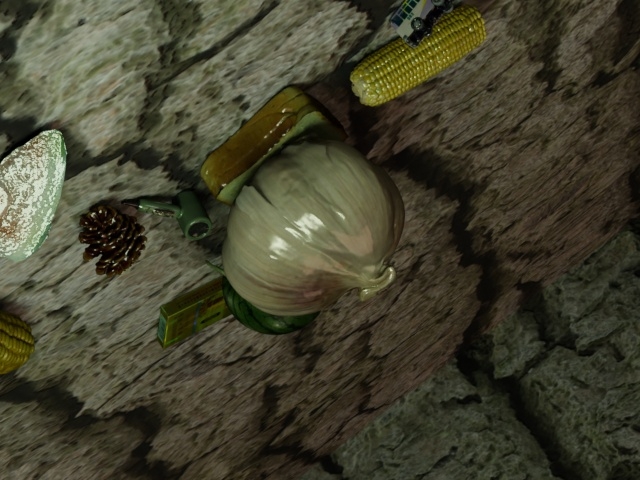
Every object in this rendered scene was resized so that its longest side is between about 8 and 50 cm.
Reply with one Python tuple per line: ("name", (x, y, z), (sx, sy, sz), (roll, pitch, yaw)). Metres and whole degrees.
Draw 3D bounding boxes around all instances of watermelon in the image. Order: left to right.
("watermelon", (-0.381, -0.068, 1.533), (0.094, 0.081, 0.180), (29, 95, -50))
("watermelon", (-0.084, 0.072, 2.106), (0.188, 0.188, 0.214), (-47, 145, 19))

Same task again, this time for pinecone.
("pinecone", (-0.301, -0.005, 1.745), (0.102, 0.102, 0.109), (-30, 146, -20))

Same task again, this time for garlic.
("garlic", (-0.011, -0.011, 1.861), (0.322, 0.241, 0.322), (-11, 151, -6))

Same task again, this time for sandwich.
("sandwich", (-0.073, -0.135, 1.877), (0.214, 0.065, 0.186), (-42, 157, 10))

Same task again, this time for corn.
("corn", (-0.514, 0.130, 1.636), (0.120, 0.120, 0.363), (-42, 158, 9))
("corn", (0.155, -0.292, 1.904), (0.248, 0.081, 0.081), (-31, 157, -18))

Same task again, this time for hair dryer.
("hair dryer", (-0.239, -0.046, 1.816), (0.150, 0.071, 0.047), (9, 127, -39))

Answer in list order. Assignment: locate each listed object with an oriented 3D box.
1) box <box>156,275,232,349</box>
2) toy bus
("box", (-0.210, 0.120, 2.211), (0.193, 0.030, 0.121), (-26, 155, -26))
("toy bus", (0.153, -0.348, 1.818), (0.102, 0.058, 0.052), (-49, 156, 13))
